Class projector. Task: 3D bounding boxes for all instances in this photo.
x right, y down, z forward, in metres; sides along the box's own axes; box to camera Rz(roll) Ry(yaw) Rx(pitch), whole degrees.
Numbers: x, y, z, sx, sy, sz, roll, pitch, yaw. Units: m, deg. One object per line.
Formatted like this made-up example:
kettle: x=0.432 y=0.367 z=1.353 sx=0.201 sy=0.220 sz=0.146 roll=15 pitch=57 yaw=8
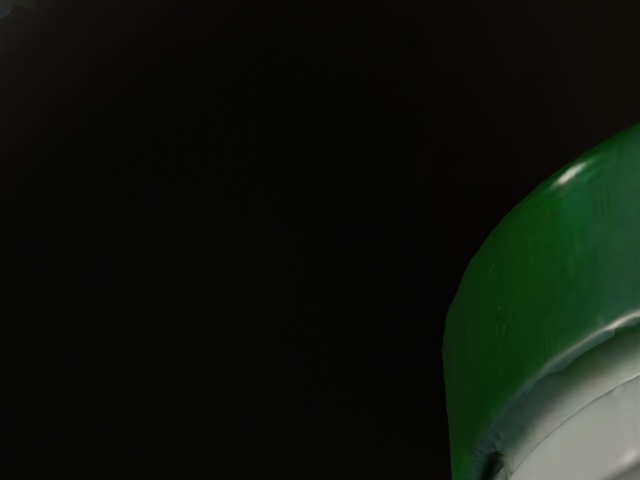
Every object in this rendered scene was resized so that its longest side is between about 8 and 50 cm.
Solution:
projector: x=0.000 y=0.000 z=0.625 sx=0.405 sy=0.242 sz=0.395 roll=-50 pitch=-53 yaw=-13

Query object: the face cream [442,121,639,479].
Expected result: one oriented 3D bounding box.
face cream: x=0.135 y=0.161 z=0.372 sx=0.312 sy=0.220 sz=0.357 roll=76 pitch=-169 yaw=-53
